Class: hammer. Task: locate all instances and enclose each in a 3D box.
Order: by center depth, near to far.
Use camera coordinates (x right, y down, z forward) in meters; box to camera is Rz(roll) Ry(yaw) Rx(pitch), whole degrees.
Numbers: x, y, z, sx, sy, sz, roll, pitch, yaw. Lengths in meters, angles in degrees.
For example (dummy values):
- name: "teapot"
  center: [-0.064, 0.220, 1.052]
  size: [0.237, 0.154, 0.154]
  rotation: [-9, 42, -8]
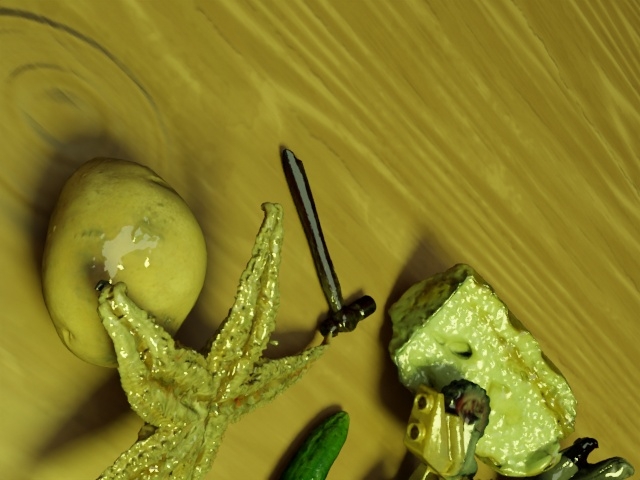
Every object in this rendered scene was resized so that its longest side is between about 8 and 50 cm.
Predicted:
- name: "hammer"
  center: [0.000, 0.000, 0.644]
  size: [0.065, 0.021, 0.178]
  rotation: [-22, 94, -37]

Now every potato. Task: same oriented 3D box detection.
- name: "potato"
  center: [-0.136, 0.015, 0.486]
  size: [0.112, 0.112, 0.146]
  rotation: [1, 93, -37]

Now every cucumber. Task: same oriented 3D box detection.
- name: "cucumber"
  center: [-0.019, 0.211, 0.589]
  size: [0.039, 0.039, 0.168]
  rotation: [48, 56, -22]

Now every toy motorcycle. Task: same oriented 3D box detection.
- name: "toy motorcycle"
  center: [0.085, 0.234, 0.619]
  size: [0.130, 0.094, 0.229]
  rotation: [11, 96, -35]

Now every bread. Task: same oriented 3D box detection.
- name: "bread"
  center: [0.161, 0.136, 0.701]
  size: [0.128, 0.088, 0.232]
  rotation: [-45, 108, -7]

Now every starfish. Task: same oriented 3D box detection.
- name: "starfish"
  center: [-0.070, 0.090, 0.492]
  size: [0.295, 0.048, 0.231]
  rotation: [-23, 130, -46]

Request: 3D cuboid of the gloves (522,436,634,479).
- name: "gloves"
  center: [0.231, 0.336, 0.707]
  size: [0.285, 0.119, 0.142]
  rotation: [-63, 148, -9]
